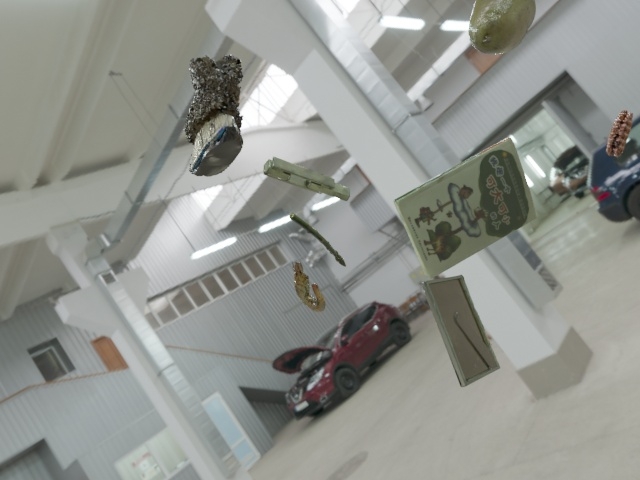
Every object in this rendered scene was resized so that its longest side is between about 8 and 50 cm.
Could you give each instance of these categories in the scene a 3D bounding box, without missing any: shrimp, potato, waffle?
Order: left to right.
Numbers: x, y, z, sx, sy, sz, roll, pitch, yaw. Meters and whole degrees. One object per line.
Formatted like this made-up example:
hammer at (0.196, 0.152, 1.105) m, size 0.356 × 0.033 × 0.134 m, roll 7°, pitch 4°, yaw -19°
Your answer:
shrimp at (-0.032, 0.121, 1.263) m, size 0.045 × 0.095 × 0.162 m, roll -30°, pitch -49°, yaw -18°
potato at (0.484, -0.601, 1.383) m, size 0.251 × 0.174 × 0.159 m, roll -58°, pitch 13°, yaw -26°
waffle at (0.543, -0.194, 0.928) m, size 0.083 × 0.029 × 0.075 m, roll -50°, pitch -37°, yaw -26°

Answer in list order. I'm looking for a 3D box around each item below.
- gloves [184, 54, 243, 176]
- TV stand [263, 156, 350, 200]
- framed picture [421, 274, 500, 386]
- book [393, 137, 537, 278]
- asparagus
gloves at (-0.256, -0.319, 1.241) m, size 0.135 × 0.312 × 0.210 m, roll 5°, pitch -37°, yaw -15°
TV stand at (-0.029, -0.159, 1.351) m, size 0.249 × 0.036 × 0.042 m, roll 17°, pitch -43°, yaw -24°
framed picture at (0.201, 0.122, 0.727) m, size 0.109 × 0.149 × 0.011 m, roll -3°, pitch -21°, yaw -46°
book at (0.411, -0.087, 1.425) m, size 0.371 × 0.260 × 0.043 m, roll -30°, pitch 21°, yaw -6°
asparagus at (0.000, 0.000, 0.841) m, size 0.016 × 0.016 × 0.163 m, roll -50°, pitch -46°, yaw -2°
